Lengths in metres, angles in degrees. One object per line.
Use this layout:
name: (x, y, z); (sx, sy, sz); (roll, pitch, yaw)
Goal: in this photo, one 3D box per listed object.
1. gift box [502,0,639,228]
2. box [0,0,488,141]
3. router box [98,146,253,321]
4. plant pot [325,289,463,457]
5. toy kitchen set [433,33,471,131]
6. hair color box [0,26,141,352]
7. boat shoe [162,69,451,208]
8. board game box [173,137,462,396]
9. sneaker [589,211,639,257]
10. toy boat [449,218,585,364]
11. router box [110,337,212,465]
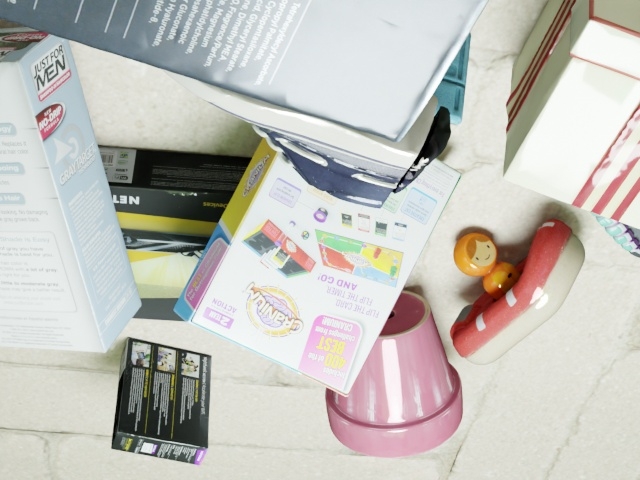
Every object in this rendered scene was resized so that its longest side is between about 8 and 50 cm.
gift box: (0.367, -0.186, 1.250); (0.276, 0.255, 0.258); (15, 135, -8)
box: (-0.075, -0.298, 0.953); (0.395, 0.293, 0.212); (16, 133, -16)
router box: (-0.188, -0.001, 1.533); (0.309, 0.081, 0.243); (3, 134, -5)
plant pot: (0.099, 0.178, 1.654); (0.201, 0.201, 0.180); (-6, 119, 4)
toy kitchen set: (0.083, -0.220, 1.252); (0.207, 0.122, 0.166); (14, 159, -15)
hair color box: (-0.353, -0.054, 1.362); (0.185, 0.113, 0.374); (1, 121, 19)
boat shoe: (-0.041, -0.138, 1.269); (0.340, 0.127, 0.158); (25, 150, -4)
board game box: (0.000, 0.000, 1.422); (0.242, 0.064, 0.316); (29, 88, -26)
sneaker: (0.393, -0.061, 1.490); (0.098, 0.083, 0.223); (-37, 124, 24)
toy boat: (0.244, 0.050, 1.576); (0.151, 0.151, 0.231); (44, 125, -1)
router box: (-0.229, 0.233, 1.696); (0.133, 0.179, 0.046); (14, 131, -15)
